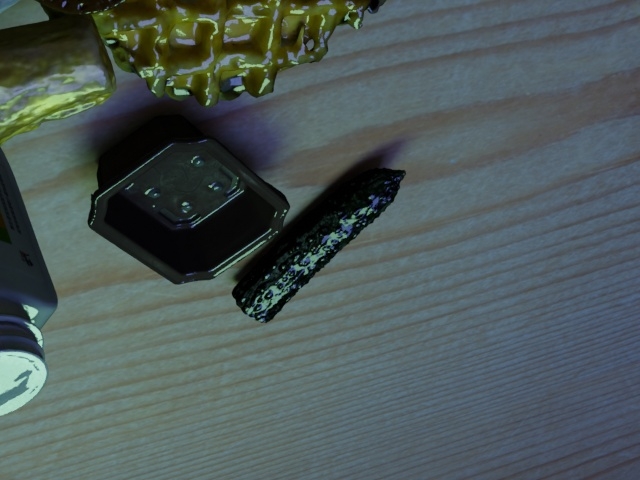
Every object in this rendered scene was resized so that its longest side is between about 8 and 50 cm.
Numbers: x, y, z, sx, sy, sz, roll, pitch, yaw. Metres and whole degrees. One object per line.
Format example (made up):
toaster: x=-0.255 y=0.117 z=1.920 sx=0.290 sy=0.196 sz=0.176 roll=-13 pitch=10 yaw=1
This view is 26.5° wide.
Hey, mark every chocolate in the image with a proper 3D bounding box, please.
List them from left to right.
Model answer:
chocolate: x=-0.408 y=-0.104 z=1.265 sx=0.445 sy=0.162 sz=0.162 roll=-15 pitch=144 yaw=-1

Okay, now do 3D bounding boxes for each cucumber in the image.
cucumber: x=-0.001 y=-0.002 z=1.785 sx=0.300 sy=0.072 sz=0.072 roll=-44 pitch=141 yaw=20

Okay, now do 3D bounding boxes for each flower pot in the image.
flower pot: x=-0.162 y=-0.057 z=1.600 sx=0.179 sy=0.084 sz=0.251 roll=-35 pitch=145 yaw=11

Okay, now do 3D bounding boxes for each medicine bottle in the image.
medicine bottle: x=-0.366 y=0.021 z=1.360 sx=0.179 sy=0.324 sz=0.124 roll=15 pitch=129 yaw=-43

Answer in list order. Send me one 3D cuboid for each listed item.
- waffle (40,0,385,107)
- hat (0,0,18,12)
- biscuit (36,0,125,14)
waffle: x=-0.089 y=-0.305 z=1.324 sx=0.380 sy=0.095 sz=0.382 roll=-36 pitch=141 yaw=12
hat: x=-0.333 y=-0.311 z=1.044 sx=0.258 sy=0.168 sz=0.301 roll=-33 pitch=114 yaw=4
biscuit: x=-0.256 y=-0.290 z=1.187 sx=0.236 sy=0.039 sz=0.180 roll=31 pitch=111 yaw=-13
